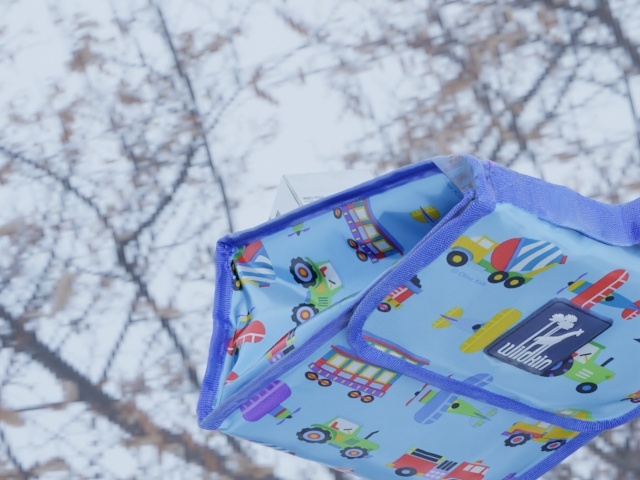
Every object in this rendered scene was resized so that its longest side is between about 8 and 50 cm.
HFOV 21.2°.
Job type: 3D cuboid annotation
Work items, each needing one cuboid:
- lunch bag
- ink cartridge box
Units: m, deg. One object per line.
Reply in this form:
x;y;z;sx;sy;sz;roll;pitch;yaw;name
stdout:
0.101;0.038;1.001;0.221;0.293;0.138;23;-125;-28;lunch bag
0.000;0.000;1.630;0.099;0.135;0.056;-5;-136;-27;ink cartridge box
